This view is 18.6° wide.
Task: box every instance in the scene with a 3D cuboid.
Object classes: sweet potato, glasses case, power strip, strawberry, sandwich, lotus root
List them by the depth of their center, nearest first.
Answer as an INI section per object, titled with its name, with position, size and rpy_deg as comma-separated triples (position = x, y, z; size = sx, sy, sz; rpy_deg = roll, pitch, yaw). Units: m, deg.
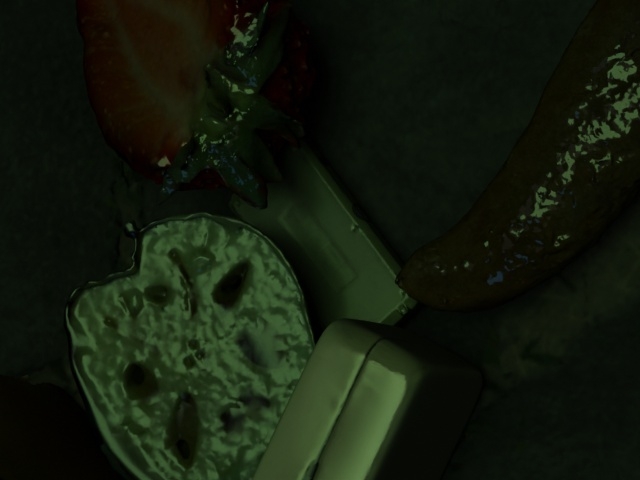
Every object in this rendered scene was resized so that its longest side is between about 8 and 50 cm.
[sweet potato]
position = 0.182, -0.081, 1.267
size = 0.114, 0.092, 0.341
rpy_deg = 40, 100, 39
[glasses case]
position = -0.009, 0.217, 1.289
size = 0.076, 0.144, 0.336
rpy_deg = 27, 94, 23
[lotus root]
position = -0.080, 0.080, 1.370
size = 0.183, 0.078, 0.203
rpy_deg = -10, 90, 18
[power strip]
position = 0.000, 0.000, 1.371
size = 0.076, 0.028, 0.169
rpy_deg = -42, 71, 17
[strawberry]
position = -0.096, -0.117, 1.390
size = 0.228, 0.098, 0.174
rpy_deg = 23, 97, 47
[sandwich]
position = -0.187, 0.191, 1.393
size = 0.108, 0.220, 0.186
rpy_deg = -53, 31, 12
